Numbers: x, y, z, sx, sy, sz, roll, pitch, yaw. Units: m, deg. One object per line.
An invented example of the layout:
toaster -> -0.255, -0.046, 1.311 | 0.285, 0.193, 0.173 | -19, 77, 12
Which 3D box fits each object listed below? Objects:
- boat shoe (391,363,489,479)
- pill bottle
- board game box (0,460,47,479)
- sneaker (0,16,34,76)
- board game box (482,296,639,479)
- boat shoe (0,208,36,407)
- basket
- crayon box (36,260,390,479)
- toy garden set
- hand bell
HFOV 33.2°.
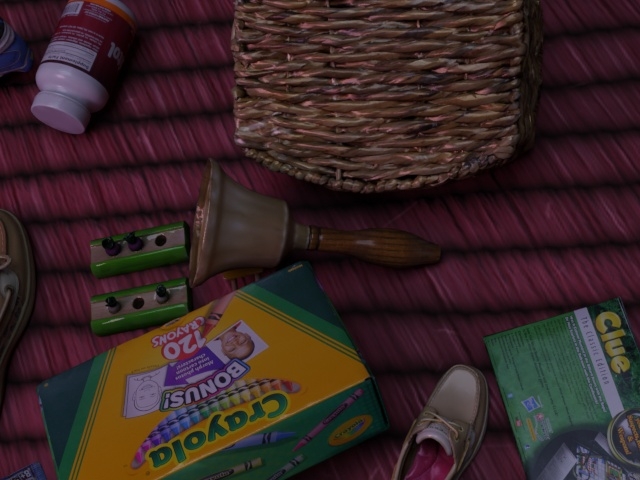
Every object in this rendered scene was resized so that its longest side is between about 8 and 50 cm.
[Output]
boat shoe -> 0.108, 0.186, 0.975 | 0.063, 0.059, 0.170 | 16, 71, 20
pill bottle -> -0.274, -0.203, 1.235 | 0.086, 0.086, 0.152 | 11, 70, 19
board game box -> -0.249, 0.294, 0.822 | 0.194, 0.060, 0.194 | -24, 58, -43
sneaker -> -0.436, -0.203, 1.285 | 0.211, 0.081, 0.080 | -10, 64, 29
board game box -> 0.246, 0.187, 0.958 | 0.136, 0.030, 0.260 | -17, 63, 8
boat shoe -> -0.371, 0.086, 1.123 | 0.104, 0.089, 0.285 | -5, 65, 13
basket -> 0.078, -0.162, 1.124 | 0.299, 0.223, 0.213 | 2, 99, 15
crayon box -> -0.099, 0.149, 0.962 | 0.278, 0.081, 0.165 | -25, 44, -6
toy garden set -> -0.141, 0.084, 1.090 | 0.203, 0.049, 0.244 | -11, 64, 9
hand bell -> 0.000, 0.000, 1.052 | 0.242, 0.126, 0.126 | 8, 65, -12
